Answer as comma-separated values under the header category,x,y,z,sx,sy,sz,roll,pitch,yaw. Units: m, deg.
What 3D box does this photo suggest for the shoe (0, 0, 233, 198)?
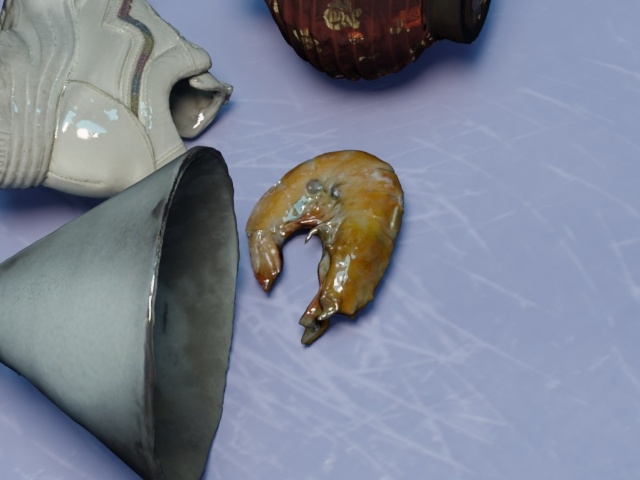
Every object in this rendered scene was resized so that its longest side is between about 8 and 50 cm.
category,x,y,z,sx,sy,sz,roll,pitch,yaw
shoe,-0.181,-0.156,1.463,0.211,0.132,0.342,15,45,-12

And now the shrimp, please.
category,x,y,z,sx,sy,sz,roll,pitch,yaw
shrimp,0.002,0.002,1.403,0.132,0.051,0.187,-3,51,23

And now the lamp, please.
category,x,y,z,sx,sy,sz,roll,pitch,yaw
lamp,0.034,-0.254,1.436,0.247,0.247,0.247,-1,59,2

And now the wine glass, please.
category,x,y,z,sx,sy,sz,roll,pitch,yaw
wine glass,-0.281,0.052,1.277,0.406,0.267,0.267,3,59,12
